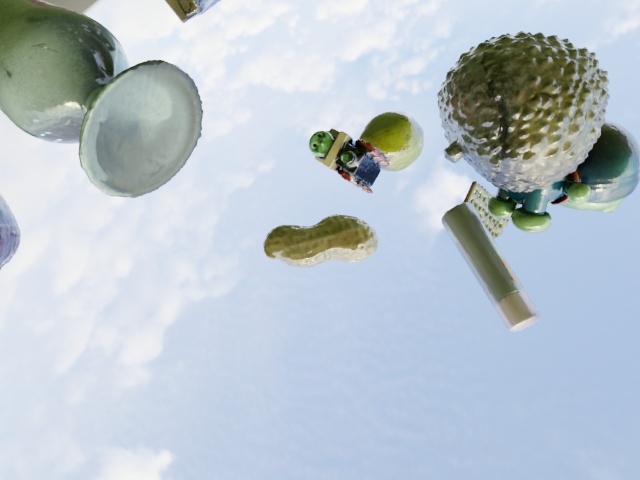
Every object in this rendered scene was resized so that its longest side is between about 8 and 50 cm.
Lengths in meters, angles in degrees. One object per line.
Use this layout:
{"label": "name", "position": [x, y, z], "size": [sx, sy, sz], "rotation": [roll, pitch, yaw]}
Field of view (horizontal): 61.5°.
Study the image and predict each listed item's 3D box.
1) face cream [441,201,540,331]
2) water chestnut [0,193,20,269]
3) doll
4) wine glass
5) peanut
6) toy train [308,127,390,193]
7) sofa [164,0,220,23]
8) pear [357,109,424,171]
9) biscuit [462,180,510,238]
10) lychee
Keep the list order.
{"label": "face cream", "position": [0.337, 0.053, 1.076], "size": [0.073, 0.107, 0.269], "rotation": [-34, -115, 20]}
{"label": "water chestnut", "position": [-0.508, 0.010, 0.694], "size": [0.224, 0.238, 0.223], "rotation": [-17, -171, 3]}
{"label": "doll", "position": [0.498, -0.136, 1.067], "size": [0.322, 0.186, 0.198], "rotation": [-20, -148, -23]}
{"label": "wine glass", "position": [-0.206, -0.130, 0.415], "size": [0.231, 0.103, 0.103], "rotation": [33, -104, 22]}
{"label": "peanut", "position": [0.000, 0.000, 1.404], "size": [0.299, 0.120, 0.136], "rotation": [-7, -126, -4]}
{"label": "toy train", "position": [0.030, -0.098, 0.631], "size": [0.087, 0.138, 0.050], "rotation": [31, -82, 13]}
{"label": "sofa", "position": [-0.194, -0.525, 0.907], "size": [0.258, 0.200, 0.182], "rotation": [-41, -156, -4]}
{"label": "pear", "position": [0.241, -0.338, 1.839], "size": [0.269, 0.212, 0.212], "rotation": [-16, -148, -40]}
{"label": "biscuit", "position": [0.442, -0.058, 1.459], "size": [0.016, 0.203, 0.143], "rotation": [18, -102, 53]}
{"label": "lychee", "position": [0.314, -0.203, 0.847], "size": [0.275, 0.255, 0.255], "rotation": [-29, -133, 7]}
